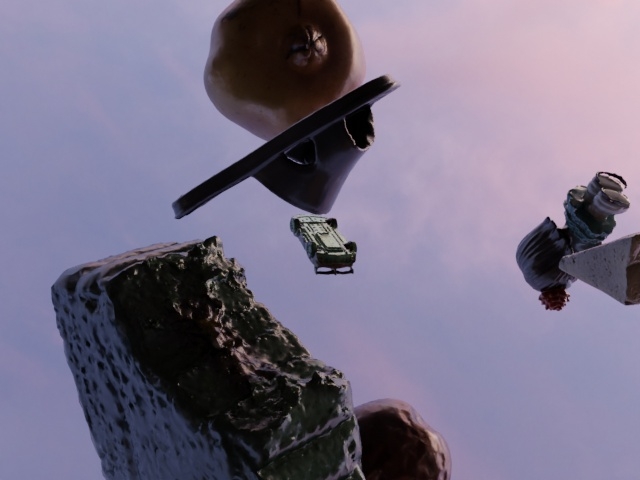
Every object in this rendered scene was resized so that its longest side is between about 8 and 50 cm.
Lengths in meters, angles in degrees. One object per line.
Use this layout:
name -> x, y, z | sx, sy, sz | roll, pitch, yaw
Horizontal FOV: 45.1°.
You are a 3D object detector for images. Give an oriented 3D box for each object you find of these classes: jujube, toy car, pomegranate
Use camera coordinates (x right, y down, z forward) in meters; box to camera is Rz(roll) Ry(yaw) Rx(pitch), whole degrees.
jujube -> 0.059, 0.317, 0.978 | 0.168, 0.168, 0.236 | 36, -89, 23
toy car -> 0.000, 0.000, 0.926 | 0.059, 0.035, 0.122 | -1, -156, -21
pomegranate -> -0.046, -0.224, 0.992 | 0.209, 0.209, 0.209 | -1, -125, 1

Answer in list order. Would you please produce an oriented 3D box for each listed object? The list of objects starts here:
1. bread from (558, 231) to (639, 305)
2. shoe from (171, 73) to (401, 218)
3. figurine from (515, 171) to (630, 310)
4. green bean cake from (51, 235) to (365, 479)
bread -> 0.389, 0.010, 1.020 | 0.077, 0.105, 0.152 | -14, -156, -19
shoe -> -0.014, -0.036, 0.431 | 0.159, 0.053, 0.062 | -25, -174, 28
figurine -> 0.423, 0.000, 1.296 | 0.110, 0.245, 0.137 | 11, -134, -15
green bean cake -> -0.107, 0.153, 0.775 | 0.169, 0.300, 0.308 | -20, -167, -41
